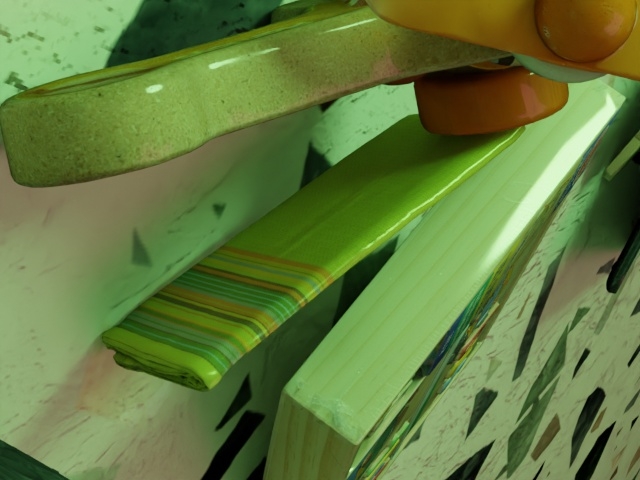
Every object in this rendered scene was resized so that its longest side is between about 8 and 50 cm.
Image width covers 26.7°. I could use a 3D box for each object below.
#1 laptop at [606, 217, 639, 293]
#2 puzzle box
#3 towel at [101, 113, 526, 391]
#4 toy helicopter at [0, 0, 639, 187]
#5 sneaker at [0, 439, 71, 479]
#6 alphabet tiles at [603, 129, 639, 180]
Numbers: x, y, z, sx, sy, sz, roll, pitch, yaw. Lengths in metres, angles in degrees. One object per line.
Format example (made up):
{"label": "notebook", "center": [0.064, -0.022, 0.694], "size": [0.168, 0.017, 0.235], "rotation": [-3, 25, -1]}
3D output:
{"label": "laptop", "center": [0.516, -0.095, 1.439], "size": [0.408, 0.236, 0.382], "rotation": [-64, 167, 13]}
{"label": "puzzle box", "center": [0.061, 0.079, 0.917], "size": [0.272, 0.052, 0.409], "rotation": [-50, 169, -22]}
{"label": "towel", "center": [0.000, 0.000, 0.718], "size": [0.237, 0.102, 0.021], "rotation": [-37, 117, -26]}
{"label": "toy helicopter", "center": [0.033, -0.086, 0.597], "size": [0.355, 0.235, 0.140], "rotation": [-22, 110, -31]}
{"label": "sneaker", "center": [-0.192, 0.128, 0.497], "size": [0.131, 0.112, 0.319], "rotation": [-61, 156, -4]}
{"label": "alphabet tiles", "center": [0.412, -0.196, 1.360], "size": [0.342, 0.011, 0.285], "rotation": [-40, 169, -38]}
